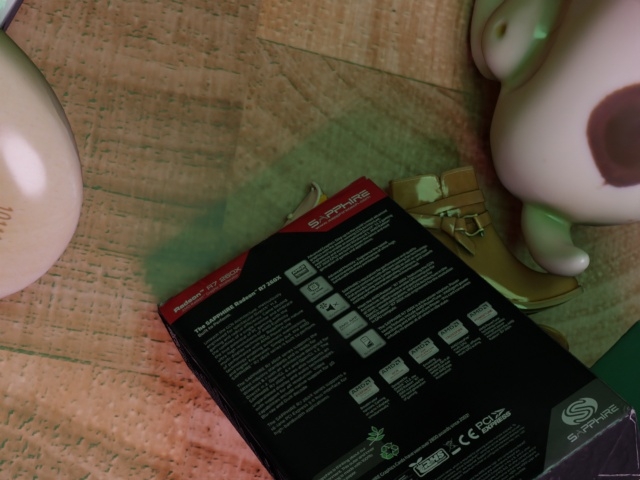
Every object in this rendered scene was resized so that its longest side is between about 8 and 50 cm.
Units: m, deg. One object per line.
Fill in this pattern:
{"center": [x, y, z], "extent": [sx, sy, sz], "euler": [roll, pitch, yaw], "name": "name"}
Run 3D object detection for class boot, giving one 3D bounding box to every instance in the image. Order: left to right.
{"center": [0.160, 0.002, 1.212], "extent": [0.197, 0.073, 0.152], "euler": [-5, 79, -24], "name": "boot"}

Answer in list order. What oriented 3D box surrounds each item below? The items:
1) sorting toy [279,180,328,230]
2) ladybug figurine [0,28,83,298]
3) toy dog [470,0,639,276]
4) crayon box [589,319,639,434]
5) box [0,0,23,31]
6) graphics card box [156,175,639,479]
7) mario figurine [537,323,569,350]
{"center": [0.000, 0.000, 1.175], "extent": [0.075, 0.045, 0.083], "euler": [48, 70, -28], "name": "sorting toy"}
{"center": [-0.393, -0.107, 0.941], "extent": [0.449, 0.305, 0.162], "euler": [22, 31, -14], "name": "ladybug figurine"}
{"center": [0.310, -0.185, 1.091], "extent": [0.284, 0.408, 0.395], "euler": [37, 65, -9], "name": "toy dog"}
{"center": [0.230, 0.301, 1.077], "extent": [0.313, 0.106, 0.363], "euler": [-39, 134, -19], "name": "crayon box"}
{"center": [-0.349, -0.242, 1.042], "extent": [0.203, 0.103, 0.114], "euler": [30, 74, -14], "name": "box"}
{"center": [0.050, 0.116, 1.002], "extent": [0.233, 0.371, 0.094], "euler": [-32, 132, -13], "name": "graphics card box"}
{"center": [0.117, 0.218, 1.163], "extent": [0.198, 0.170, 0.320], "euler": [34, 57, 25], "name": "mario figurine"}
